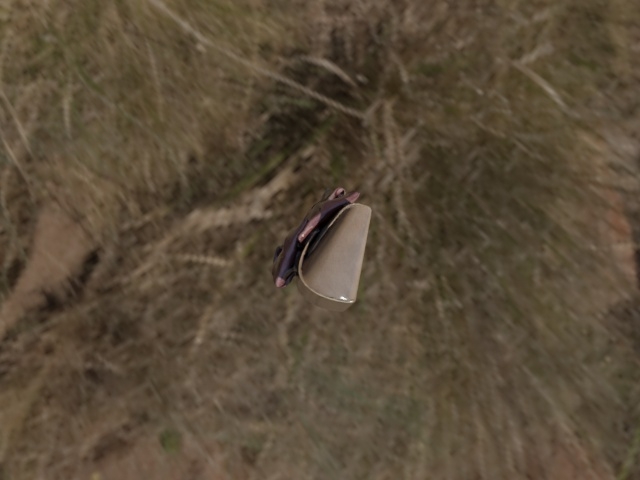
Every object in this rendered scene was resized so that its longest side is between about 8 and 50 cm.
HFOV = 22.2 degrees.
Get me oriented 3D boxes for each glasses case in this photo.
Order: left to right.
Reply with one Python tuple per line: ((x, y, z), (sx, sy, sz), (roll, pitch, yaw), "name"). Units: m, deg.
((0.000, 0.000, 1.337), (0.070, 0.193, 0.102), (12, 86, -1), "glasses case")
